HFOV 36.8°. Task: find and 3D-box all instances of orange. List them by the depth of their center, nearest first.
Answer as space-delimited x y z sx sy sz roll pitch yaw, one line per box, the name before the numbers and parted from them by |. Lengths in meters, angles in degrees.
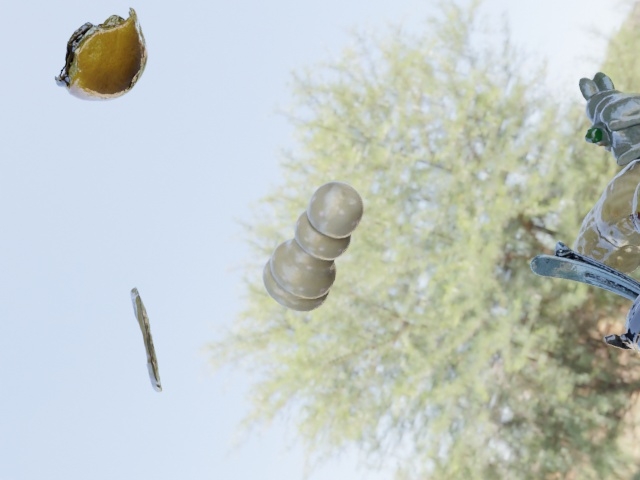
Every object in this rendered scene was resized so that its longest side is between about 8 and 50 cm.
orange | -0.334 -0.283 1.516 0.170 0.112 0.160 -42 -6 2

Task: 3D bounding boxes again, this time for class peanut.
peanut | 0.574 -0.034 1.796 0.152 0.152 0.313 -59 -4 -35

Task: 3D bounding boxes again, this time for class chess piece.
chess piece | 0.000 0.000 2.070 0.167 0.167 0.300 -50 -7 -51

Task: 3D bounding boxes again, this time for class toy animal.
toy animal | 0.545 -0.233 1.765 0.251 0.127 0.125 -94 13 -62

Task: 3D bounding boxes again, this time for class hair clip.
hair clip | 0.487 0.071 1.595 0.083 0.275 0.048 -25 -53 -38

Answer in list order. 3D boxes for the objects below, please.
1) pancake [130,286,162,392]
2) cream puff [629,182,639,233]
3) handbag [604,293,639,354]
pancake | -0.376 0.213 2.082 0.212 0.029 0.235 120 136 -73
cream puff | 0.467 -0.044 1.208 0.084 0.149 0.149 16 -86 -46
handbag | 0.450 0.104 0.926 0.275 0.302 0.178 -37 -34 12
